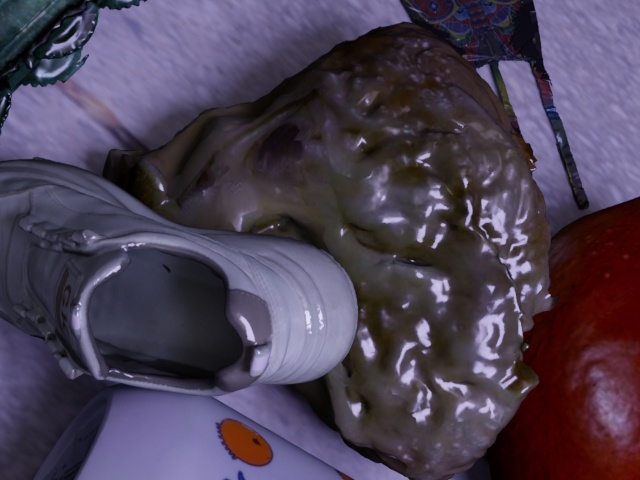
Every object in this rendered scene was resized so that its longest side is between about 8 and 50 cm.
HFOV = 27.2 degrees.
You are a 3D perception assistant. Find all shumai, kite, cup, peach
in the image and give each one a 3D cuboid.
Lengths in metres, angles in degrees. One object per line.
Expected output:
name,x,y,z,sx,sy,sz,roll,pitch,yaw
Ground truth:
shumai,-0.003,0.000,0.958,0.283,0.217,0.346,5,81,-24
kite,0.157,-0.151,1.168,0.152,0.015,0.285,-19,89,-26
cup,-0.049,0.242,0.900,0.317,0.212,0.212,33,69,-13
peach,0.269,0.122,1.040,0.281,0.281,0.338,24,67,-19

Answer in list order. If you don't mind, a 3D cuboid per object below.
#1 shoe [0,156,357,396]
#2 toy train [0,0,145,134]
shoe,-0.142,0.031,0.852,0.316,0.159,0.124,12,103,15
toy train,-0.232,-0.185,0.916,0.178,0.138,0.330,43,75,-7
